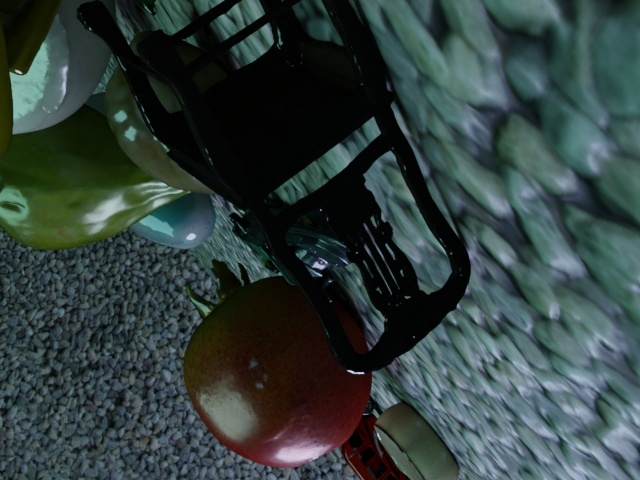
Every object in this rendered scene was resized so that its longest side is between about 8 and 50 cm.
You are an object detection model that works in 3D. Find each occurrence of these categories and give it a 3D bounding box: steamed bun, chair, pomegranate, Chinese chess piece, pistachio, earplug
[{"bbox_3d":[-0.344,-0.260,0.808,0.282,0.177,0.283,10,131,12],"label":"steamed bun"},{"bbox_3d":[-0.014,-0.045,0.421,0.113,0.106,0.229,37,159,53],"label":"chair"},{"bbox_3d":[-0.058,0.134,0.888,0.257,0.220,0.221,51,169,12],"label":"pomegranate"},{"bbox_3d":[0.119,0.261,0.959,0.122,0.051,0.122,50,166,17],"label":"Chinese chess piece"},{"bbox_3d":[-0.114,-0.101,0.668,0.185,0.108,0.126,57,-166,-55],"label":"pistachio"},{"bbox_3d":[-0.286,-0.091,1.261,0.324,0.185,0.185,39,163,32],"label":"earplug"}]

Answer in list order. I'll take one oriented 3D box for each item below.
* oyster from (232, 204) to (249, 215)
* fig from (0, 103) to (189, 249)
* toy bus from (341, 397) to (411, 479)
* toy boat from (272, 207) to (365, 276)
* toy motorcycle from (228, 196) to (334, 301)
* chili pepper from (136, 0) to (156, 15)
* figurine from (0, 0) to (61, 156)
[{"bbox_3d":[-0.078,-0.034,0.909,0.093,0.034,0.051,30,163,53],"label":"oyster"},{"bbox_3d":[-0.334,-0.114,1.078,0.233,0.313,0.233,56,-158,-36],"label":"fig"},{"bbox_3d":[0.085,0.332,1.208,0.195,0.089,0.081,51,168,10],"label":"toy bus"},{"bbox_3d":[0.000,0.000,0.637,0.055,0.060,0.141,32,171,-21],"label":"toy boat"},{"bbox_3d":[-0.038,0.003,0.795,0.100,0.058,0.173,53,168,-23],"label":"toy motorcycle"},{"bbox_3d":[-0.185,-0.266,0.562,0.098,0.061,0.224,40,162,47],"label":"chili pepper"},{"bbox_3d":[-0.175,-0.207,0.353,0.169,0.218,0.327,18,-150,-48],"label":"figurine"}]
